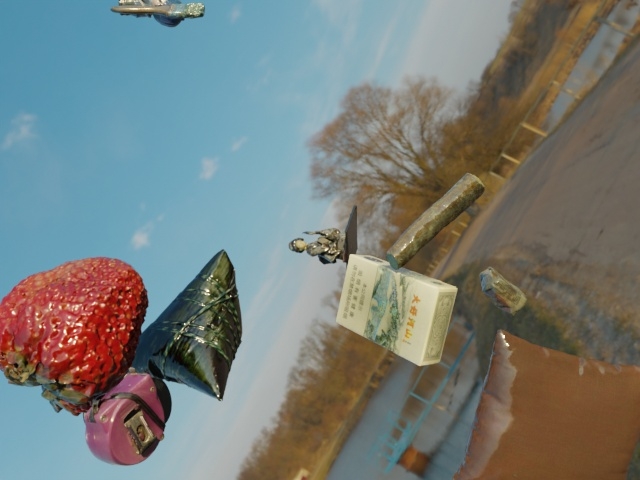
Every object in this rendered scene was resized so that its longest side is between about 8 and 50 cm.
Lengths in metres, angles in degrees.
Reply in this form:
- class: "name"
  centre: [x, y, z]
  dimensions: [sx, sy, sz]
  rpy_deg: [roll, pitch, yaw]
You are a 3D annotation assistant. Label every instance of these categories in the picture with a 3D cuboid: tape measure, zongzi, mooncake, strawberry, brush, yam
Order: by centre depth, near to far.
- class: "tape measure"
  centre: [-0.295, 0.275, 0.885]
  dimensions: [0.118, 0.074, 0.125]
  rpy_deg: [-44, -60, -51]
- class: "yam"
  centre: [0.240, -0.043, 1.223]
  dimensions: [0.274, 0.061, 0.061]
  rpy_deg: [-41, -16, -17]
- class: "brush"
  centre: [-0.346, -0.491, 1.241]
  dimensions: [0.070, 0.197, 0.021]
  rpy_deg: [-98, 10, -51]
- class: "strawberry"
  centre: [-0.536, 0.180, 1.289]
  dimensions: [0.351, 0.312, 0.267]
  rpy_deg: [-60, 11, -30]
- class: "zongzi"
  centre: [-0.298, 0.274, 1.539]
  dimensions: [0.383, 0.362, 0.318]
  rpy_deg: [-38, -47, -36]
- class: "mooncake"
  centre: [0.485, 0.138, 1.576]
  dimensions: [0.073, 0.125, 0.130]
  rpy_deg: [-50, 0, 13]

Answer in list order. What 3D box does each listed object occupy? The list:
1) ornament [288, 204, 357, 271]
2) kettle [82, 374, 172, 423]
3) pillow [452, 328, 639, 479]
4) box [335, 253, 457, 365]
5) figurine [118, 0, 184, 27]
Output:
- class: "ornament"
  centre: [0.000, 0.000, 1.691]
  dimensions: [0.166, 0.196, 0.153]
  rpy_deg: [-68, -23, -57]
- class: "kettle"
  centre: [-0.595, 0.492, 1.797]
  dimensions: [0.161, 0.237, 0.221]
  rpy_deg: [51, -149, -38]
- class: "pillow"
  centre: [0.430, 0.343, 1.080]
  dimensions: [0.108, 0.308, 0.305]
  rpy_deg: [-12, -64, -87]
- class: "box"
  centre: [0.153, 0.140, 1.241]
  dimensions: [0.069, 0.257, 0.164]
  rpy_deg: [3, -78, -41]
- class: "figurine"
  centre: [-0.400, -0.555, 1.383]
  dimensions: [0.086, 0.149, 0.087]
  rpy_deg: [124, 140, -66]
